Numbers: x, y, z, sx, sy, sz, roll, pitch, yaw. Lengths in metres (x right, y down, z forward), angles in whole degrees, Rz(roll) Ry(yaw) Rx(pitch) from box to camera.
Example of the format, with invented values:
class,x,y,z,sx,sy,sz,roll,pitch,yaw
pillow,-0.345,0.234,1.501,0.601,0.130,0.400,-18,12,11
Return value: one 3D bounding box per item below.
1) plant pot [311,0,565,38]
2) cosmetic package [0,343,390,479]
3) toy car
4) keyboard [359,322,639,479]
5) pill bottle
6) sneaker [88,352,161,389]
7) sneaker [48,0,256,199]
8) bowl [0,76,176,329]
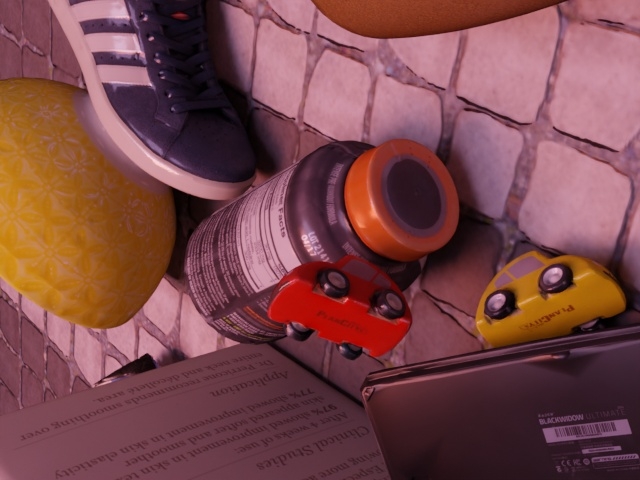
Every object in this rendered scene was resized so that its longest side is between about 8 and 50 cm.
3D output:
class,x,y,z,sx,sy,sz,roll,pitch,yaw
plant pot,0.083,-0.223,0.573,0.254,0.237,0.237,-27,79,66
cosmetic package,-0.072,0.334,0.805,0.394,0.329,0.327,28,120,44
toy car,0.090,0.087,0.712,0.053,0.239,0.225,-86,-8,-46
keyboard,0.185,0.153,0.616,0.317,0.033,0.201,-15,97,35
pill bottle,0.000,0.000,0.782,0.246,0.130,0.130,-25,81,50
sneaker,-0.212,0.280,1.147,0.147,0.130,0.330,28,125,27
sneaker,-0.153,-0.202,0.915,0.350,0.131,0.148,55,129,18
bowl,-0.239,-0.070,0.986,0.156,0.289,0.289,-38,67,14
